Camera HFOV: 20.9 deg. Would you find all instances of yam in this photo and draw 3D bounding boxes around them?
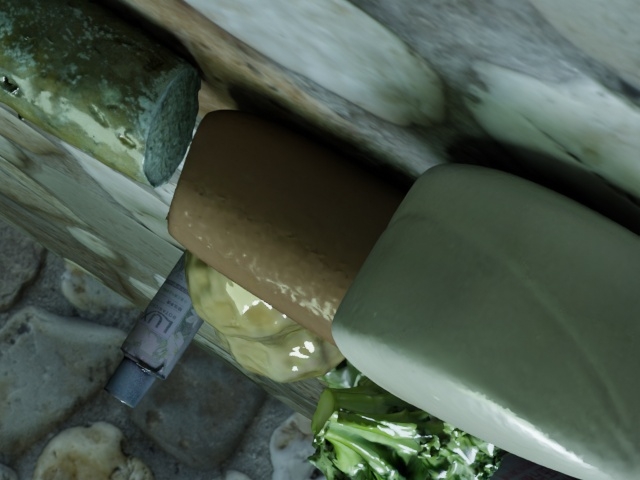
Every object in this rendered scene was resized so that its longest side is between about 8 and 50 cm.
[{"bbox_3d":[-0.178,-0.125,1.269,0.194,0.107,0.107,32,170,4],"label":"yam"}]

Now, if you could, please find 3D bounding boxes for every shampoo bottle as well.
[{"bbox_3d":[-0.175,0.096,2.011,0.072,0.214,0.072,32,169,7],"label":"shampoo bottle"}]

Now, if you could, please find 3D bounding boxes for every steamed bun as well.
[{"bbox_3d":[0.111,0.044,1.032,0.164,0.146,0.242,34,172,-24],"label":"steamed bun"}]

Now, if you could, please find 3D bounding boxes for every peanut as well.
[{"bbox_3d":[-0.034,0.040,1.480,0.152,0.152,0.313,31,168,14],"label":"peanut"}]

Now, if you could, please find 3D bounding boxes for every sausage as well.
[{"bbox_3d":[0.000,0.000,1.247,0.253,0.123,0.123,30,170,18],"label":"sausage"}]

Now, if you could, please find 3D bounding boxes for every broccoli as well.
[{"bbox_3d":[0.079,0.166,1.599,0.176,0.197,0.226,1,-176,-2],"label":"broccoli"}]

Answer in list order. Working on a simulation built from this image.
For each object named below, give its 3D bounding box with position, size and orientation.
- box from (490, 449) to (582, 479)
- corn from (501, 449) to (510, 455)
[{"bbox_3d":[0.310,0.307,1.628,0.370,0.112,0.190,28,-155,31],"label":"box"},{"bbox_3d":[0.159,0.220,1.865,0.322,0.119,0.119,33,172,-27],"label":"corn"}]
